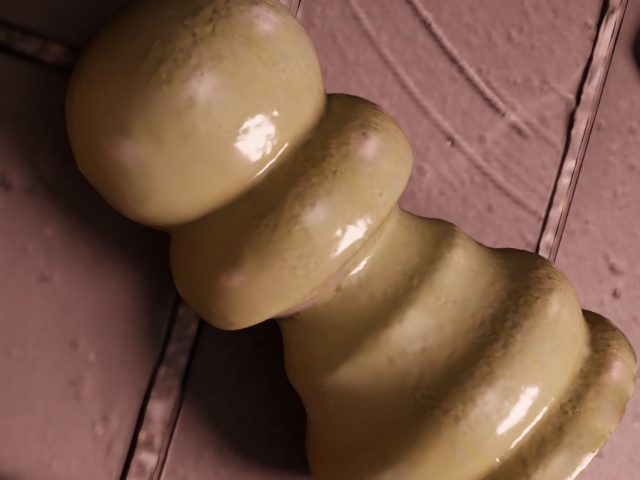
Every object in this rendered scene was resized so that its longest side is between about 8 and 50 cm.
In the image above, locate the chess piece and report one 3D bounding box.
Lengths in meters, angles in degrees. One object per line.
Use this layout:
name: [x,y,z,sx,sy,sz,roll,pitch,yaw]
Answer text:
chess piece: [0.000,0.000,0.731,0.144,0.144,0.251,-46,105,-16]
